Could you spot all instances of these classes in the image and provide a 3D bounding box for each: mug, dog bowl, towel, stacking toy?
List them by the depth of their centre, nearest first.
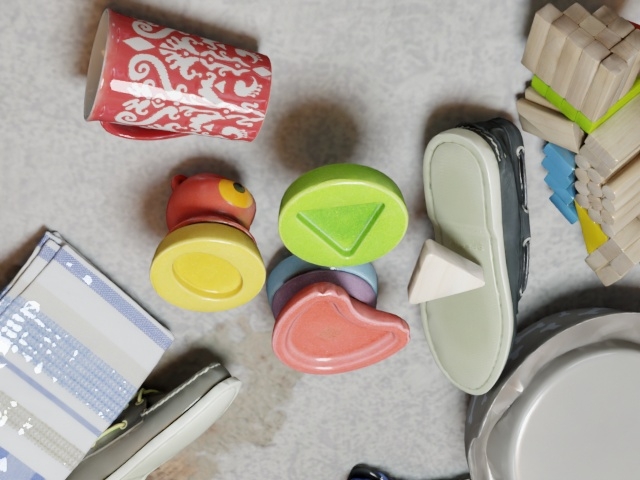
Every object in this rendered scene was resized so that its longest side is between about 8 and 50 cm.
[{"bbox_3d":[-0.148,-0.159,1.227,0.169,0.150,0.113,9,86,-18],"label":"mug"},{"bbox_3d":[0.000,0.000,1.315,0.279,0.130,0.309,-30,133,27],"label":"stacking toy"},{"bbox_3d":[-0.319,0.156,1.364,0.209,0.034,0.285,43,78,-28],"label":"towel"},{"bbox_3d":[0.335,0.240,1.483,0.348,0.102,0.349,-3,105,-12],"label":"dog bowl"}]

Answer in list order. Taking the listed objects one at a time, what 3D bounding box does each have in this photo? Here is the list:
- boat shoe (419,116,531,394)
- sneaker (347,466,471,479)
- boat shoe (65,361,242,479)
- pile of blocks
[{"bbox_3d":[0.186,0.016,1.368,0.113,0.127,0.340,-33,125,-39],"label":"boat shoe"},{"bbox_3d":[0.128,0.373,1.588,0.315,0.127,0.182,-25,125,12],"label":"sneaker"},{"bbox_3d":[-0.222,0.237,1.466,0.305,0.091,0.109,-42,162,21],"label":"boat shoe"},{"bbox_3d":[0.309,-0.116,1.305,0.112,0.149,0.362,-37,134,-20],"label":"pile of blocks"}]
